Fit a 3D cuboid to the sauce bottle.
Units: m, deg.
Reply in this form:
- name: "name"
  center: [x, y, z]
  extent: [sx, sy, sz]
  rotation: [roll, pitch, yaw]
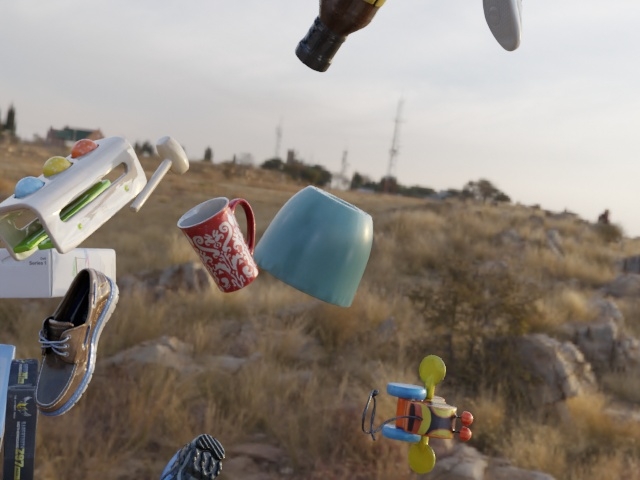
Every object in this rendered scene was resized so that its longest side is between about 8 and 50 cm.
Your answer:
- name: "sauce bottle"
  center: [0.069, -0.439, 1.309]
  extent: [0.111, 0.344, 0.111]
  rotation: [27, 32, -19]

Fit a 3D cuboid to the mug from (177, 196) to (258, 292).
- name: "mug"
  center: [-0.185, 0.004, 1.582]
  extent: [0.150, 0.169, 0.113]
  rotation: [-29, 23, -8]

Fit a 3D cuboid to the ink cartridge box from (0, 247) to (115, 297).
- name: "ink cartridge box"
  center: [-0.652, 0.077, 1.869]
  extent: [0.201, 0.117, 0.278]
  rotation: [-2, -2, 15]

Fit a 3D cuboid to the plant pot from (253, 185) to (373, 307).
- name: "plant pot"
  center: [0.000, 0.000, 2.008]
  extent: [0.293, 0.235, 0.293]
  rotation: [26, 7, -4]

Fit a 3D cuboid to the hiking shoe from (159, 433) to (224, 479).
- name: "hiking shoe"
  center: [-0.309, 0.569, 1.682]
  extent: [0.113, 0.304, 0.132]
  rotation: [43, -45, -16]

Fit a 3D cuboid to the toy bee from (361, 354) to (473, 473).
- name: "toy bee"
  center: [0.184, 0.318, 1.351]
  extent: [0.162, 0.195, 0.298]
  rotation: [7, 16, 17]

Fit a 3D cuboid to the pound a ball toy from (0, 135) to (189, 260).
- name: "pound a ball toy"
  center: [-0.413, -0.107, 1.411]
  extent: [0.208, 0.136, 0.319]
  rotation: [-8, 28, 30]

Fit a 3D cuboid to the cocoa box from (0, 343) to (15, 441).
- name: "cocoa box"
  center: [-0.916, 0.367, 1.832]
  extent: [0.347, 0.232, 0.228]
  rotation: [9, -27, -20]

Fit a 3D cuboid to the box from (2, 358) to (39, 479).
- name: "box"
  center: [-0.570, 0.361, 1.480]
  extent: [0.059, 0.233, 0.183]
  rotation: [4, 7, -21]

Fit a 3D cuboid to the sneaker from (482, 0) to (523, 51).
- name: "sneaker"
  center: [0.428, -0.566, 1.699]
  extent: [0.146, 0.296, 0.104]
  rotation: [-14, -1, -22]

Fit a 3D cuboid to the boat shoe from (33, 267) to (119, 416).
- name: "boat shoe"
  center: [-0.307, 0.118, 0.938]
  extent: [0.066, 0.183, 0.066]
  rotation: [4, -26, 19]
